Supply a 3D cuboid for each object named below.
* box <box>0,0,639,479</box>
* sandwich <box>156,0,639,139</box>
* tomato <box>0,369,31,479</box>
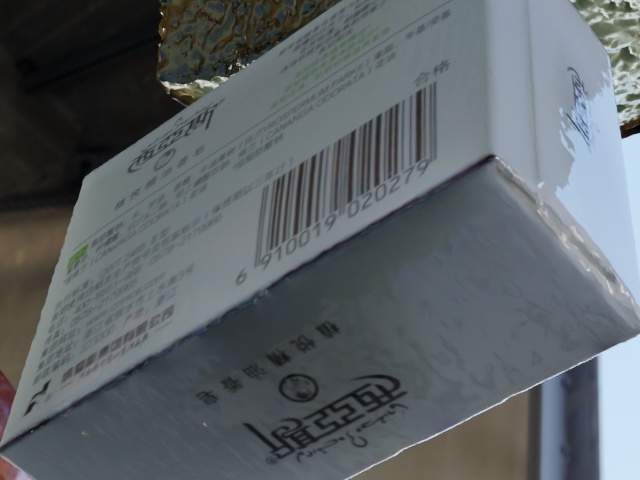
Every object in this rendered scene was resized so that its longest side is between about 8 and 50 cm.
[{"bbox_3d":[0.000,0.000,0.640,0.260,0.194,0.111,-32,-60,29],"label":"box"},{"bbox_3d":[0.093,-0.129,0.929,0.301,0.099,0.271,-21,-29,33],"label":"sandwich"},{"bbox_3d":[-0.386,0.213,1.133,0.272,0.341,0.341,26,-36,32],"label":"tomato"}]
